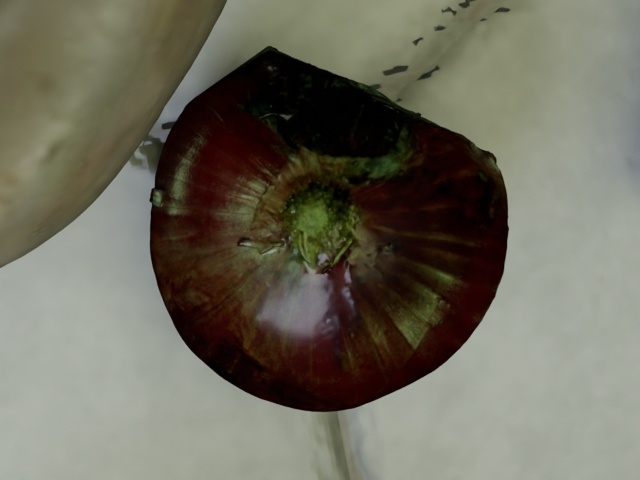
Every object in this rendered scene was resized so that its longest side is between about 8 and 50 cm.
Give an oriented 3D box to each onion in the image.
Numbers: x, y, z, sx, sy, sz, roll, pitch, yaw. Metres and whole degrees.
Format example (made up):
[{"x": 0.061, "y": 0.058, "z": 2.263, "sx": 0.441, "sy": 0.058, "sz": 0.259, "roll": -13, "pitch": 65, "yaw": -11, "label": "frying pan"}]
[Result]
[{"x": 0.000, "y": 0.000, "z": 0.539, "sx": 0.117, "sy": 0.118, "sz": 0.119, "roll": 20, "pitch": 95, "yaw": 16, "label": "onion"}]

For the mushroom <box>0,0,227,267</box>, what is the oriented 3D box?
[{"x": -0.159, "y": -0.107, "z": 0.371, "sx": 0.297, "sy": 0.290, "sz": 0.297, "roll": 2, "pitch": 107, "yaw": 6, "label": "mushroom"}]
